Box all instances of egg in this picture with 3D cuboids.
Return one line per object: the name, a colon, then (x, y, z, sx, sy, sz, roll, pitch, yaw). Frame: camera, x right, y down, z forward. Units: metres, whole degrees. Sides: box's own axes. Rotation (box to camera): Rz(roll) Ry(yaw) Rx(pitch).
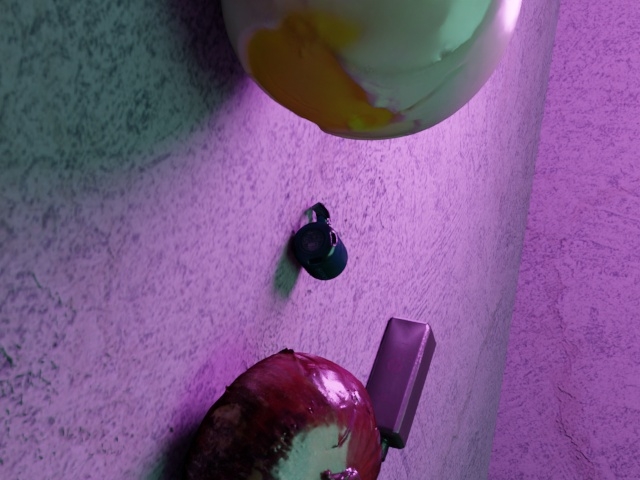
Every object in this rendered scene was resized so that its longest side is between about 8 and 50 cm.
egg: (0.053, -0.239, 0.883, 0.345, 0.283, 0.283, -16, 115, -80)

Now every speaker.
speaker: (0.005, -0.001, 1.157, 0.075, 0.060, 0.094, 55, 48, -63)

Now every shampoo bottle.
shampoo bottle: (0.125, 0.255, 1.547, 0.079, 0.080, 0.246, 65, 40, -53)

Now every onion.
onion: (-0.036, 0.243, 0.989, 0.246, 0.190, 0.246, -22, 119, -45)
